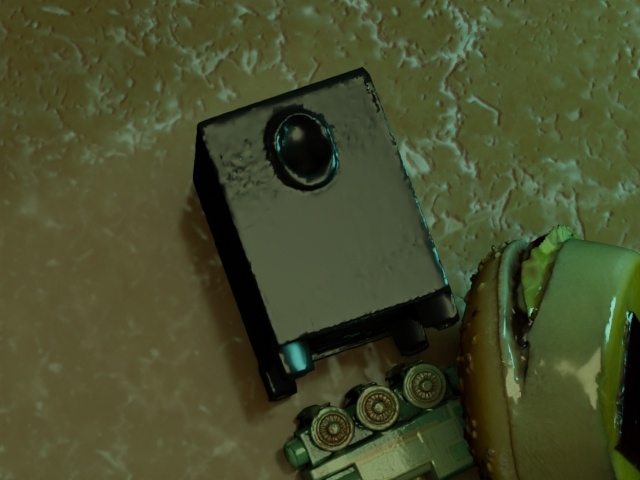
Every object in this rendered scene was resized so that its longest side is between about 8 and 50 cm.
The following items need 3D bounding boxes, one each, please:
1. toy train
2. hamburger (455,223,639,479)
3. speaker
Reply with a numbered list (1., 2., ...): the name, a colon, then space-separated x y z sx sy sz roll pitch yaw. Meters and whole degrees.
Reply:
1. toy train: 0.064 0.197 1.721 0.194 0.081 0.125 -25 87 -13
2. hamburger: 0.225 0.135 1.652 0.176 0.300 0.300 -1 77 21
3. speaker: 0.000 0.000 1.674 0.184 0.232 0.254 -19 81 -9
